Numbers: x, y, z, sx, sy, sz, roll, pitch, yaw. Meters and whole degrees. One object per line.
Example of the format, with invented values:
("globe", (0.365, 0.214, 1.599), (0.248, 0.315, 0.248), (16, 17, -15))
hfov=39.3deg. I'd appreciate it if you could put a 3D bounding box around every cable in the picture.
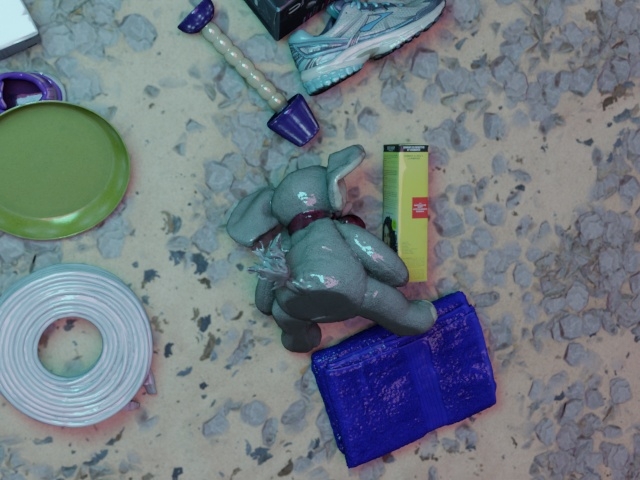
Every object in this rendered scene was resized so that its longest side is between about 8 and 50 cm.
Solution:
("cable", (-0.391, 0.166, 1.400), (0.257, 0.089, 0.257), (-8, 98, -15))

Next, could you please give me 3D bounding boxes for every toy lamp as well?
("toy lamp", (-0.110, -0.263, 1.443), (0.275, 0.080, 0.080), (45, 83, -12))

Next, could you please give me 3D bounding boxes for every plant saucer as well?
("plant saucer", (-0.409, -0.109, 1.350), (0.241, 0.037, 0.241), (-13, 129, -16))

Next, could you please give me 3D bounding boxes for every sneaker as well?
("sneaker", (0.076, -0.354, 1.470), (0.283, 0.110, 0.122), (-32, 98, -11))
("sneaker", (-0.498, -0.210, 1.324), (0.236, 0.104, 0.095), (-7, 99, -14))

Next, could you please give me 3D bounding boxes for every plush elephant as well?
("plush elephant", (0.000, 0.000, 1.431), (0.330, 0.271, 0.255), (42, 42, -46))

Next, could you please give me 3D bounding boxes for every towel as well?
("towel", (0.154, 0.245, 1.568), (0.308, 0.076, 0.228), (-21, 100, -13))

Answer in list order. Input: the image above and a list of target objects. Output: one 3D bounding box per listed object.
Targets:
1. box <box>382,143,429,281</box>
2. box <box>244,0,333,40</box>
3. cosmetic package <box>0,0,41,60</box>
("box", (0.144, -0.049, 1.530), (0.058, 0.087, 0.232), (-1, 95, -16))
("box", (-0.010, -0.468, 1.391), (0.270, 0.143, 0.165), (-38, 88, -6))
("cosmetic package", (-0.497, -0.384, 1.301), (0.085, 0.117, 0.231), (-27, 101, -11))
